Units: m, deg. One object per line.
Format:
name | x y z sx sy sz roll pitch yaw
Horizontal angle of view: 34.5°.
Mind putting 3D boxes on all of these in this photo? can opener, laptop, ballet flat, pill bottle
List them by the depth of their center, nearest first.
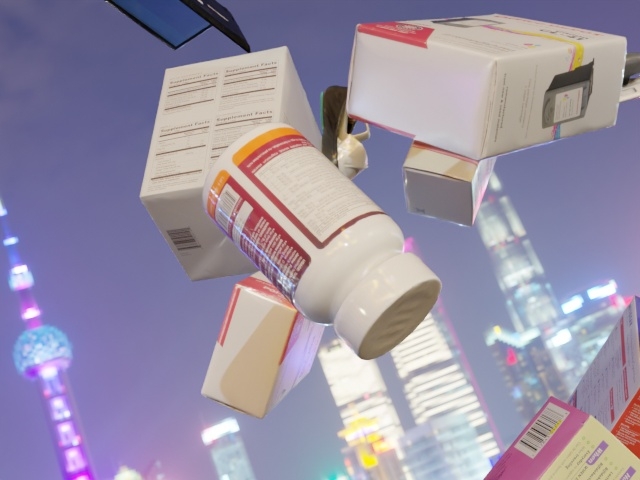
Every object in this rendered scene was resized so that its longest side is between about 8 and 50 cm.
pill bottle | 0.000 0.000 0.953 0.121 0.221 0.121 -35 -26 -20
laptop | -0.263 -0.371 1.660 0.234 0.264 0.136 33 -73 -33
ballet flat | 0.037 -0.174 1.831 0.096 0.280 0.095 -3 -36 14
can opener | 0.683 -0.340 2.019 0.283 0.076 0.095 -18 -54 8

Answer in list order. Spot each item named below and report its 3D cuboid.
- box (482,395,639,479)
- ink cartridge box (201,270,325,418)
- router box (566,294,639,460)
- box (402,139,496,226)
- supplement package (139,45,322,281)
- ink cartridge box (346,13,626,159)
box | 0.362 0.383 1.448 0.213 0.243 0.117 -50 15 -6
ink cartridge box | -0.060 0.121 1.361 0.218 0.092 0.158 -35 -36 -73
router box | 0.562 0.310 1.947 0.335 0.082 0.301 -61 -5 -61
box | 0.244 -0.166 1.844 0.127 0.232 0.148 14 -28 17
supplement package | -0.121 -0.111 1.517 0.198 0.263 0.199 -8 -41 14
ink cartridge box | 0.218 -0.210 1.336 0.306 0.226 0.131 -18 -60 -43
